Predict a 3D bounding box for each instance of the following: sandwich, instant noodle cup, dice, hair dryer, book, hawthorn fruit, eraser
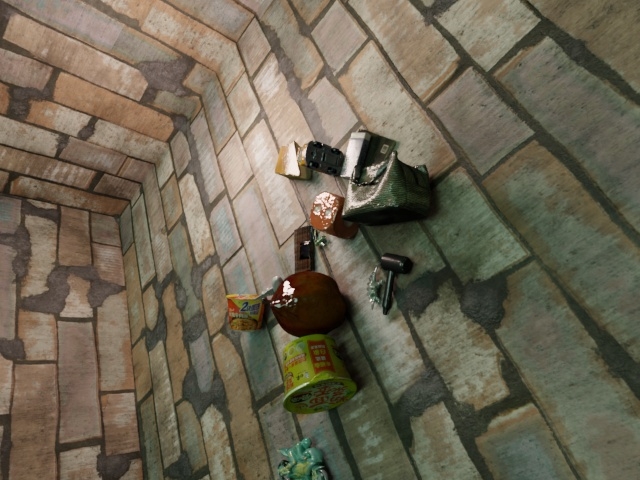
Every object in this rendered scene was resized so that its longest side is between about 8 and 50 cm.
[{"bbox_3d":[-0.122,-0.411,2.191,0.220,0.108,0.185,18,93,48],"label":"sandwich"},{"bbox_3d":[-0.383,0.373,2.190,0.213,0.213,0.173,1,88,45],"label":"instant noodle cup"},{"bbox_3d":[0.067,-0.115,1.880,0.179,0.174,0.174,29,101,44],"label":"dice"},{"bbox_3d":[0.282,0.177,1.668,0.114,0.071,0.247,10,90,46],"label":"hair dryer"},{"bbox_3d":[0.221,-0.403,1.910,0.228,0.024,0.160,35,104,44],"label":"book"},{"bbox_3d":[-0.023,0.536,1.729,0.311,0.312,0.221,-45,43,27],"label":"instant noodle cup"},{"bbox_3d":[-0.055,0.269,1.807,0.309,0.324,0.307,-7,67,17],"label":"hawthorn fruit"},{"bbox_3d":[0.157,-0.379,1.913,0.092,0.046,0.212,14,90,46],"label":"eraser"}]

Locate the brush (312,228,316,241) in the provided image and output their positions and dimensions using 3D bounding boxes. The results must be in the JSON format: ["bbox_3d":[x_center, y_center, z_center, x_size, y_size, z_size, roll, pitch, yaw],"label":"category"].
[{"bbox_3d":[-0.029,-0.026,2.046,0.083,0.013,0.016,-91,25,-47],"label":"brush"}]

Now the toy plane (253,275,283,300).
[{"bbox_3d":[-0.189,0.238,1.983,0.255,0.251,0.101,95,156,-63],"label":"toy plane"}]

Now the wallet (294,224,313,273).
[{"bbox_3d":[-0.084,0.046,2.081,0.124,0.042,0.229,-19,65,43],"label":"wallet"}]

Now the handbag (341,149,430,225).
[{"bbox_3d":[0.256,-0.190,1.658,0.341,0.248,0.239,-12,70,49],"label":"handbag"}]

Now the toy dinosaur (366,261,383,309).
[{"bbox_3d":[0.220,0.184,1.736,0.082,0.039,0.208,-19,55,63],"label":"toy dinosaur"}]

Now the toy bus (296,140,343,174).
[{"bbox_3d":[-0.009,-0.387,2.010,0.136,0.210,0.125,7,86,56],"label":"toy bus"}]

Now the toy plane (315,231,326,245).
[{"bbox_3d":[0.002,0.000,2.015,0.083,0.033,0.080,-47,51,35],"label":"toy plane"}]

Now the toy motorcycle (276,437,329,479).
[{"bbox_3d":[-0.084,0.943,1.798,0.297,0.109,0.198,-21,63,39],"label":"toy motorcycle"}]
